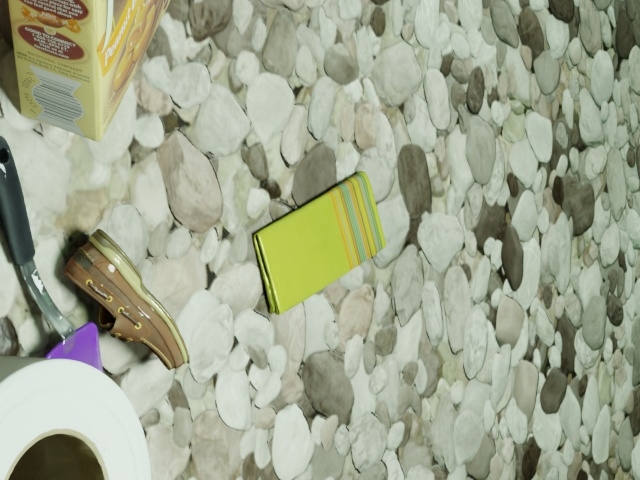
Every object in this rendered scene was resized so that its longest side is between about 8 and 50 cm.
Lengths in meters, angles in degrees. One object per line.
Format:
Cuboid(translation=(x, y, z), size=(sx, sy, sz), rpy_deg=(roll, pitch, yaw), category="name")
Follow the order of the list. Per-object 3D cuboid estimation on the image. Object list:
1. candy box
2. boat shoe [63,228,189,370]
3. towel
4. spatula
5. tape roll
Cuboid(translation=(-0.195, -0.249, 1.329), size=(0.316, 0.087, 0.183), rpy_deg=(104, 6, -61), category="candy box")
Cuboid(translation=(-0.191, 0.068, 1.510), size=(0.060, 0.064, 0.178), rpy_deg=(-40, 127, -11), category="boat shoe")
Cuboid(translation=(0.000, 0.000, 1.823), size=(0.237, 0.021, 0.102), rpy_deg=(-31, 110, -51), category="towel")
Cuboid(translation=(-0.260, 0.040, 1.423), size=(0.084, 0.030, 0.297), rpy_deg=(-41, 123, -45), category="spatula")
Cuboid(translation=(-0.279, 0.215, 1.274), size=(0.246, 0.169, 0.246), rpy_deg=(2, 88, -56), category="tape roll")
